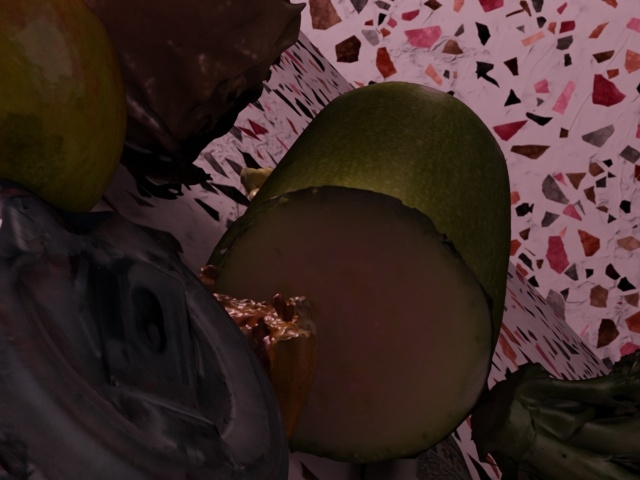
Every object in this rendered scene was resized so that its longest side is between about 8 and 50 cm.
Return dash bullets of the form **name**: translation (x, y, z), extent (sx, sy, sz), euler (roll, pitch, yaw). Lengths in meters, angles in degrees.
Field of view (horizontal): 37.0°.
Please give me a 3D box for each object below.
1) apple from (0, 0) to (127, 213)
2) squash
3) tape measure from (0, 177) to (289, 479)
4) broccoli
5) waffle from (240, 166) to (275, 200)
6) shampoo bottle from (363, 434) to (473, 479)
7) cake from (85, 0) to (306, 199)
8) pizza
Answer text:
- **apple**: translation (-0.221, -0.086, 0.639), extent (0.196, 0.196, 0.196), euler (43, 16, -16)
- **squash**: translation (0.055, 0.006, 0.939), extent (0.263, 0.263, 0.384), euler (46, 24, -8)
- **tape measure**: translation (-0.131, 0.093, 0.518), extent (0.256, 0.147, 0.275), euler (29, 25, -50)
- **broccoli**: translation (0.288, 0.251, 1.001), extent (0.283, 0.321, 0.304), euler (30, 32, -13)
- **waffle**: translation (-0.002, 0.001, 1.261), extent (0.261, 0.056, 0.250), euler (55, 19, 16)
- **shampoo bottle**: translation (0.094, 0.215, 0.973), extent (0.153, 0.071, 0.284), euler (44, 14, -17)
- **cake**: translation (-0.182, -0.201, 0.950), extent (0.332, 0.332, 0.321), euler (7, 81, -67)
- **pizza**: translation (-0.096, 0.083, 0.737), extent (0.194, 0.154, 0.069), euler (31, 30, 18)
